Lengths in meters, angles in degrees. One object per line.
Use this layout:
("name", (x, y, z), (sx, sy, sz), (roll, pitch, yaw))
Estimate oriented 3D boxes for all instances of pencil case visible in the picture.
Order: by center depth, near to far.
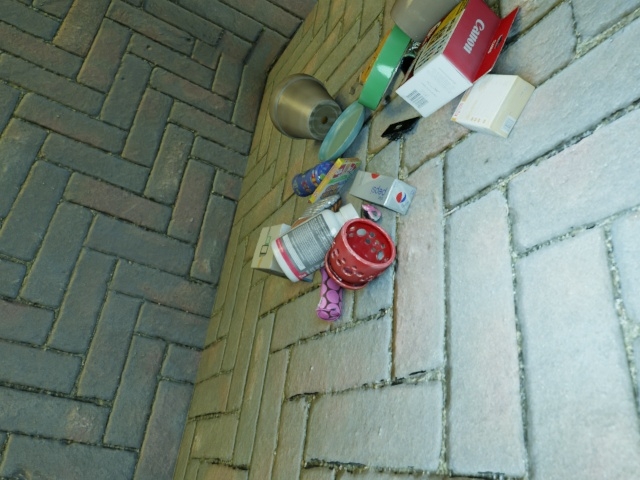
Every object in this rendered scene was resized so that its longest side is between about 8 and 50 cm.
("pencil case", (0.032, 0.176, 1.738), (0.095, 0.098, 0.209), (-45, 32, 44))
("pencil case", (-0.021, -0.277, 2.199), (0.133, 0.119, 0.306), (-42, 14, -22))

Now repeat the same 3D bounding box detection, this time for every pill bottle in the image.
("pill bottle", (0.000, 0.000, 1.719), (0.319, 0.176, 0.176), (-30, 32, 5))

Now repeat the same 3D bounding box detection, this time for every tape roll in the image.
("tape roll", (0.247, -0.648, 1.825), (0.321, 0.077, 0.321), (-62, 0, 0))

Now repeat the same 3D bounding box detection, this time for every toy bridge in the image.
("toy bridge", (0.192, -0.746, 2.242), (0.188, 0.026, 0.063), (-30, 44, 56))

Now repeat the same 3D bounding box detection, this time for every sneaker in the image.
("sneaker", (0.345, -0.645, 1.703), (0.108, 0.121, 0.302), (-35, 40, 52))
("sneaker", (0.177, -0.086, 1.720), (0.119, 0.047, 0.057), (-116, 32, -62))
("sneaker", (0.011, -0.051, 1.947), (0.125, 0.180, 0.321), (-12, 24, 41))

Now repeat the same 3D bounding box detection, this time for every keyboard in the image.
("keyboard", (0.285, -0.390, 1.756), (0.100, 0.038, 0.192), (-49, 19, -12))

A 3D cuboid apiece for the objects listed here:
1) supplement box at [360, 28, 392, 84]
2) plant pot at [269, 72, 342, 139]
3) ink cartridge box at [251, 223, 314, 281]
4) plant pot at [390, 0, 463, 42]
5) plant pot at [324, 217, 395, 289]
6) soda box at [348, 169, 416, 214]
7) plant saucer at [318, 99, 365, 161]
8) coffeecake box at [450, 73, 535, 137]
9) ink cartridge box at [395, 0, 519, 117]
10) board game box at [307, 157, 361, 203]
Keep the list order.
("supplement box", (0.261, -0.749, 2.030), (0.233, 0.080, 0.078), (-54, 27, 28))
("plant pot", (-0.047, -0.619, 2.358), (0.280, 0.323, 0.323), (42, 110, 49))
("ink cartridge box", (-0.149, 0.056, 2.105), (0.270, 0.198, 0.197), (-5, 67, 65))
("plant pot", (0.355, -0.787, 1.592), (0.229, 0.263, 0.263), (-44, 33, 33))
("plant pot", (0.114, 0.052, 1.548), (0.174, 0.191, 0.191), (-53, 28, 41))
("soda box", (0.203, -0.168, 1.656), (0.098, 0.091, 0.286), (-67, 23, 5))
("plant saucer", (0.100, -0.471, 2.140), (0.317, 0.044, 0.317), (-48, 22, 27))
("coffeecake box", (0.453, -0.363, 1.301), (0.142, 0.068, 0.185), (-63, 24, 11))
("ink cartridge box", (0.396, -0.556, 1.412), (0.272, 0.130, 0.309), (-26, 31, 58))
("board game box", (0.053, -0.238, 2.011), (0.259, 0.124, 0.039), (-48, 67, 38))
